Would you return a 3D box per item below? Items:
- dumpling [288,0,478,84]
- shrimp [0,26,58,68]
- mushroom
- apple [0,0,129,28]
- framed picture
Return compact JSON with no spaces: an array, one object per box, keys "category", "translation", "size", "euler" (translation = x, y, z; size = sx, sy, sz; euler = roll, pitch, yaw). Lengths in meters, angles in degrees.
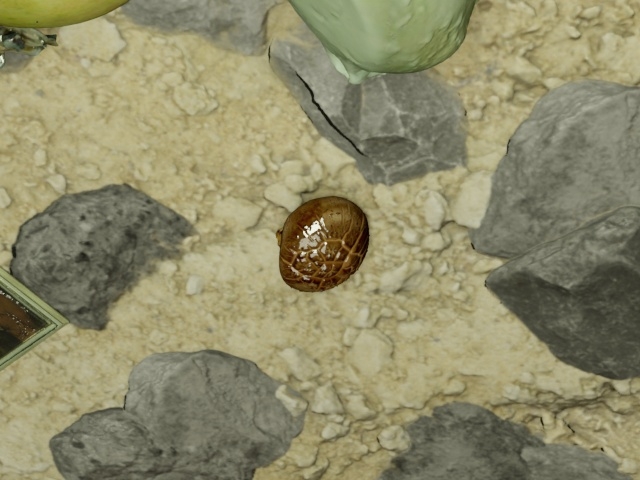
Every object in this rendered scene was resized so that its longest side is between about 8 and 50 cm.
[{"category":"dumpling","translation":[0.073,-0.261,1.847],"size":[0.270,0.320,0.211],"euler":[12,90,-8]},{"category":"shrimp","translation":[-0.407,-0.286,1.885],"size":[0.360,0.246,0.085],"euler":[27,150,-30]},{"category":"mushroom","translation":[0.001,0.006,2.166],"size":[0.109,0.085,0.126],"euler":[-2,135,6]},{"category":"apple","translation":[-0.282,-0.347,1.751],"size":[0.277,0.319,0.319],"euler":[-8,129,-4]},{"category":"framed picture","translation":[-0.461,0.076,2.318],"size":[0.197,0.014,0.252],"euler":[-34,119,29]}]
